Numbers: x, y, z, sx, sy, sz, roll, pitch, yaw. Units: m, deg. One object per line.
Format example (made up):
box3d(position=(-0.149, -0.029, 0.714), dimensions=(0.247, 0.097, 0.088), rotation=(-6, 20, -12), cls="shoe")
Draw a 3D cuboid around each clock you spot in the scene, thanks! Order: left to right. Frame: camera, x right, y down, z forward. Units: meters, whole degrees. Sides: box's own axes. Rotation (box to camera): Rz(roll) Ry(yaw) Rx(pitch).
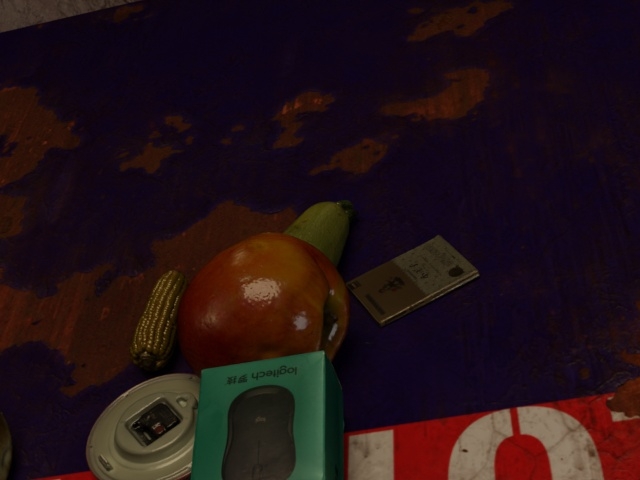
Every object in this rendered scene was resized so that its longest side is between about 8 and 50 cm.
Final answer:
box3d(position=(-0.257, 0.305, 1.807), dimensions=(0.244, 0.056, 0.244), rotation=(-11, 36, 8), cls="clock")

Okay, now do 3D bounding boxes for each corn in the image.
box3d(position=(-0.284, 0.139, 2.017), dimensions=(0.080, 0.080, 0.231), rotation=(-9, 36, 12), cls="corn")

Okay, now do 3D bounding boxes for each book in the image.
box3d(position=(0.159, 0.068, 1.970), dimensions=(0.199, 0.016, 0.138), rotation=(-26, 36, -11), cls="book")

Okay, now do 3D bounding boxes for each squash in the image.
box3d(position=(-0.016, -0.005, 2.065), dimensions=(0.137, 0.137, 0.287), rotation=(-4, 32, 19), cls="squash")

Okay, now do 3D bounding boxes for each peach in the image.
box3d(position=(-0.096, 0.118, 1.824), dimensions=(0.281, 0.238, 0.280), rotation=(-3, 83, 25), cls="peach")

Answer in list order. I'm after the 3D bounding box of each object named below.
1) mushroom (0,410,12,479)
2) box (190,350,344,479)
box3d(position=(-0.635, 0.343, 1.820), dimensions=(0.217, 0.212, 0.292), rotation=(-30, 56, 19), cls="mushroom")
box3d(position=(-0.073, 0.320, 1.618), dimensions=(0.205, 0.118, 0.311), rotation=(-11, 46, 13), cls="box")
